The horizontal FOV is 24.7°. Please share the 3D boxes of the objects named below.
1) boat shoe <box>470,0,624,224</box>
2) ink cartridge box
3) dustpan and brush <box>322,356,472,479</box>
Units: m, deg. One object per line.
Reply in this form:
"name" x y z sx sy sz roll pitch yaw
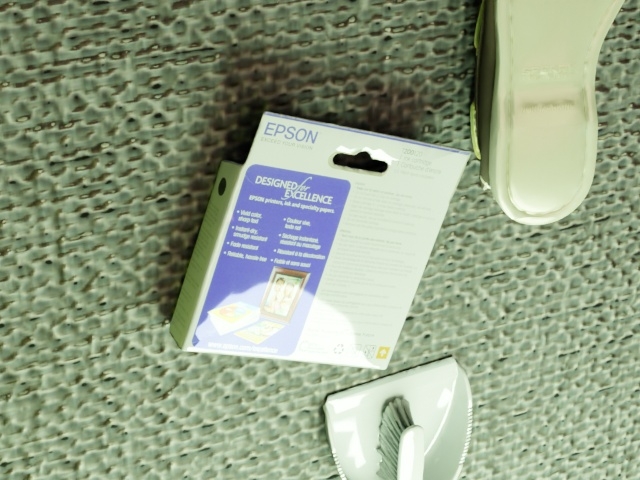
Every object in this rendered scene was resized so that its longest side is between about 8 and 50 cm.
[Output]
"boat shoe" 0.179 -0.178 1.164 0.116 0.097 0.324 -3 115 -13
"ink cartridge box" 0.000 0.000 1.182 0.206 0.045 0.208 9 111 -34
"dustpan and brush" 0.079 0.226 1.339 0.147 0.060 0.211 -15 121 -24
